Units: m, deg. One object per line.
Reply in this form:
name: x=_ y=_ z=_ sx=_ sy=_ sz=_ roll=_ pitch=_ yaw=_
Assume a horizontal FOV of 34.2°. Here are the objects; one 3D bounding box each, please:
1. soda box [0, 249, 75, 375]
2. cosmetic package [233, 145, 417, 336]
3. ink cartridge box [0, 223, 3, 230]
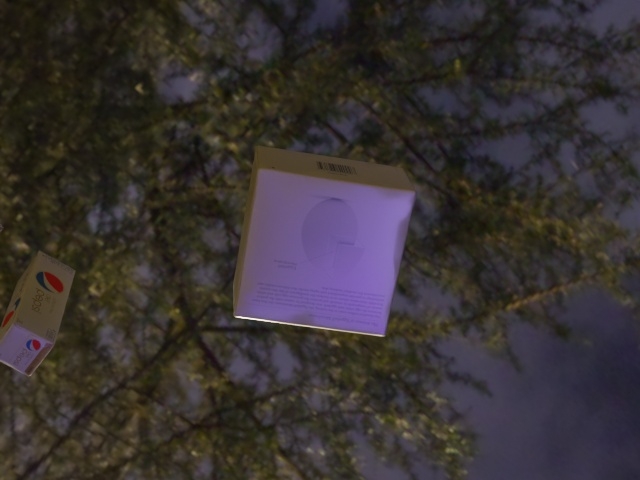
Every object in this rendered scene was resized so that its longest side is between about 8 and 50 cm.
soda box: x=-0.433 y=0.107 z=1.583 sx=0.074 sy=0.069 sz=0.216 roll=-50 pitch=-160 yaw=20
cosmetic package: x=0.000 y=0.000 z=1.505 sx=0.138 sy=0.224 sz=0.224 roll=-104 pitch=-156 yaw=-71
ink cartridge box: x=-0.723 y=-0.010 z=1.919 sx=0.219 sy=0.160 sz=0.092 roll=-38 pitch=-170 yaw=2
